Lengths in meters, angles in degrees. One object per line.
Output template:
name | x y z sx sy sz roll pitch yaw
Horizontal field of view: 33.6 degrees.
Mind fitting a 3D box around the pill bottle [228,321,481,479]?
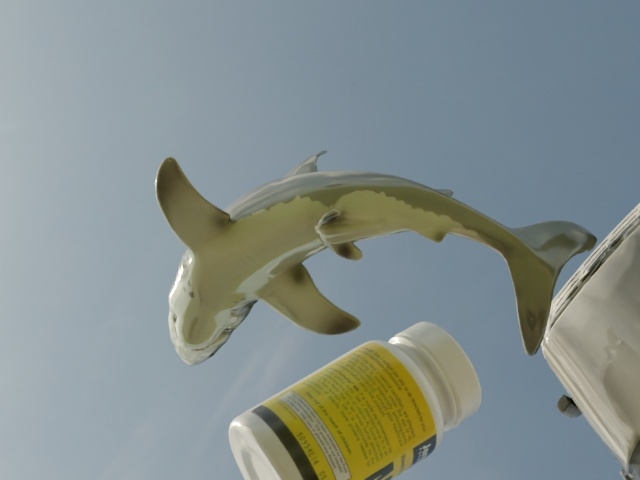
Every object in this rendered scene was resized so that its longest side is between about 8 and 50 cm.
pill bottle | 0.034 0.162 0.948 0.208 0.119 0.119 -28 -82 -23

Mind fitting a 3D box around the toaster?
toaster | 0.260 0.056 0.720 0.129 0.146 0.227 29 -75 -41

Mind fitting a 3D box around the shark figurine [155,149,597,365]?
shark figurine | 0.017 -0.017 0.650 0.278 0.116 0.166 -9 -58 20
